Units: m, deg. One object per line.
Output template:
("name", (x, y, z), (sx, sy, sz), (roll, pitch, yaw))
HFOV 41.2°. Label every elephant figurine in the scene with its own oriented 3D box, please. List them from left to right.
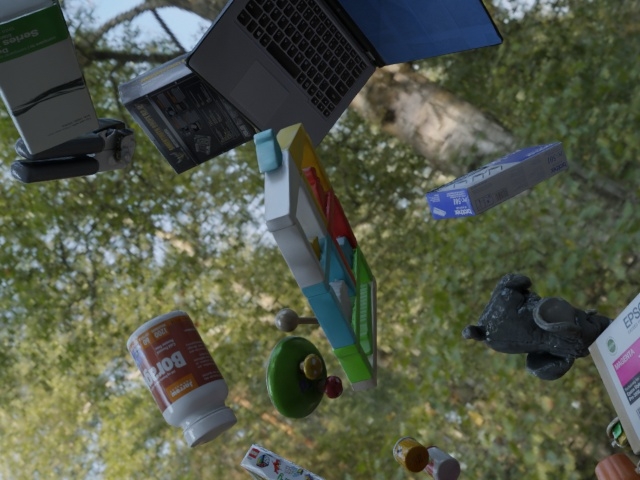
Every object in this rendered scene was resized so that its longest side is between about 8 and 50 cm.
("elephant figurine", (0.419, 0.161, 1.529), (0.186, 0.239, 0.169), (-60, -38, -8))

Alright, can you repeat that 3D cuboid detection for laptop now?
("laptop", (0.054, -0.333, 1.496), (0.408, 0.236, 0.382), (-53, -39, -1))

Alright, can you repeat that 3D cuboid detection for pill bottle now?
("pill bottle", (-0.234, 0.239, 1.465), (0.121, 0.216, 0.121), (-29, -18, -10))

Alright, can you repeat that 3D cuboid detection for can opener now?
("can opener", (-0.384, -0.140, 1.336), (0.280, 0.093, 0.074), (-31, -40, -67))

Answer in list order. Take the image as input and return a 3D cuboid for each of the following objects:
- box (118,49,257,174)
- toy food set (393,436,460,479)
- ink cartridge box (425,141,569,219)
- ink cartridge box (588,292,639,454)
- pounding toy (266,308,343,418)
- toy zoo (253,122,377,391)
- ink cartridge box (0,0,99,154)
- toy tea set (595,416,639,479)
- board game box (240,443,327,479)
("box", (-0.243, -0.242, 1.606), (0.183, 0.056, 0.231), (-24, -35, 6))
("toy food set", (0.139, 0.378, 1.212), (0.111, 0.104, 0.232), (-11, -79, -20))
("ink cartridge box", (0.268, -0.090, 1.287), (0.207, 0.097, 0.046), (-25, -80, -29))
("ink cartridge box", (0.520, 0.185, 1.273), (0.088, 0.193, 0.234), (-5, -34, -16))
("pounding toy", (-0.019, 0.272, 1.868), (0.183, 0.110, 0.237), (16, -109, -51))
("toy zoo", (0.000, 0.000, 0.945), (0.192, 0.030, 0.293), (-85, -26, -55))
("ink cartridge box", (-0.313, -0.211, 0.885), (0.087, 0.153, 0.208), (-26, -24, -15))
("toy tea set", (0.662, 0.423, 1.668), (0.200, 0.124, 0.336), (-12, -47, -8))
("board game box", (-0.017, 0.514, 1.662), (0.053, 0.193, 0.305), (-56, -36, -23))
